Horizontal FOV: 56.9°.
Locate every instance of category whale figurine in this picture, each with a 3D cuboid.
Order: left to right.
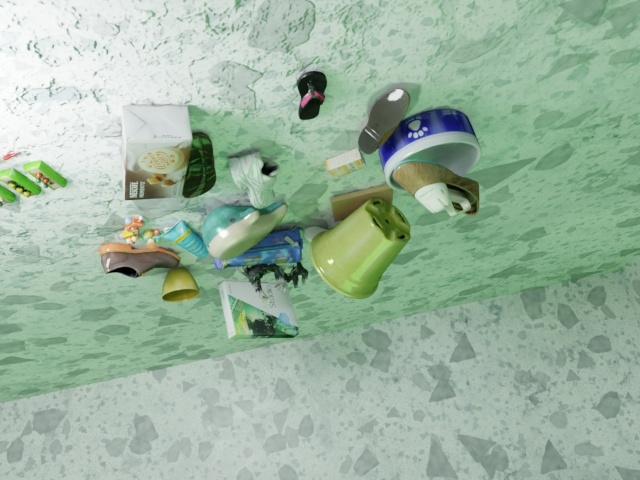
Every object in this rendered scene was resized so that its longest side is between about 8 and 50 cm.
[{"bbox_3d":[-0.230,-0.055,1.765,0.272,0.141,0.216,-30,167,-28],"label":"whale figurine"}]

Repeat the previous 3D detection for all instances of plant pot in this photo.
[{"bbox_3d":[-0.505,0.154,2.114,0.134,0.095,0.134,-11,158,-4],"label":"plant pot"},{"bbox_3d":[0.147,0.006,1.904,0.276,0.276,0.254,5,140,-38],"label":"plant pot"}]

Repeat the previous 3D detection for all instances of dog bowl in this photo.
[{"bbox_3d":[0.295,-0.239,1.608,0.265,0.104,0.265,-12,158,-5],"label":"dog bowl"}]

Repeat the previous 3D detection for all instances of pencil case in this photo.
[{"bbox_3d":[-0.200,0.025,1.943,0.306,0.119,0.133,-5,174,-19],"label":"pencil case"}]

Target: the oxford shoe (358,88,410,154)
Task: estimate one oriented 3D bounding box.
[{"bbox_3d":[0.165,-0.303,1.456,0.076,0.076,0.212,-35,171,-36],"label":"oxford shoe"}]

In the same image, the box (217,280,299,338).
[{"bbox_3d":[-0.247,0.282,2.393,0.322,0.232,0.058,6,147,-40],"label":"box"}]

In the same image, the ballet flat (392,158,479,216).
[{"bbox_3d":[0.331,-0.126,1.595,0.116,0.124,0.342,-30,152,35],"label":"ballet flat"}]

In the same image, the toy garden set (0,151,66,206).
[{"bbox_3d":[-0.750,-0.130,1.349,0.244,0.049,0.204,-15,158,5],"label":"toy garden set"}]

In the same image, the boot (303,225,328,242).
[{"bbox_3d":[0.000,0.000,2.064,0.190,0.069,0.086,4,150,-40],"label":"boot"}]

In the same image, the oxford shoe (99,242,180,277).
[{"bbox_3d":[-0.572,0.078,1.888,0.271,0.098,0.097,7,151,-41],"label":"oxford shoe"}]

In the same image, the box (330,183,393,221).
[{"bbox_3d":[0.136,-0.121,1.914,0.201,0.021,0.164,-13,158,0],"label":"box"}]

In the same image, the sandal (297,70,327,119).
[{"bbox_3d":[-0.018,-0.316,1.326,0.067,0.040,0.179,-10,158,-8],"label":"sandal"}]

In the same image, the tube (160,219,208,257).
[{"bbox_3d":[-0.418,-0.003,1.852,0.080,0.052,0.207,-43,153,-2],"label":"tube"}]

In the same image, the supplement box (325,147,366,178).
[{"bbox_3d":[0.071,-0.213,1.633,0.098,0.036,0.062,-20,158,15],"label":"supplement box"}]

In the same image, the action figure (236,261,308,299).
[{"bbox_3d":[-0.182,0.145,2.226,0.275,0.141,0.164,1,165,-36],"label":"action figure"}]

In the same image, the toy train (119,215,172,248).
[{"bbox_3d":[-0.523,-0.018,1.753,0.125,0.046,0.166,-26,154,30],"label":"toy train"}]

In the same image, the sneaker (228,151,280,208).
[{"bbox_3d":[-0.151,-0.159,1.573,0.115,0.090,0.232,-21,158,9],"label":"sneaker"}]

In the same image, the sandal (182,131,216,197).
[{"bbox_3d":[-0.308,-0.189,1.457,0.090,0.060,0.219,-13,145,-17],"label":"sandal"}]

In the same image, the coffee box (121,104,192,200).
[{"bbox_3d":[-0.377,-0.194,1.338,0.141,0.098,0.246,-4,156,-22],"label":"coffee box"}]
